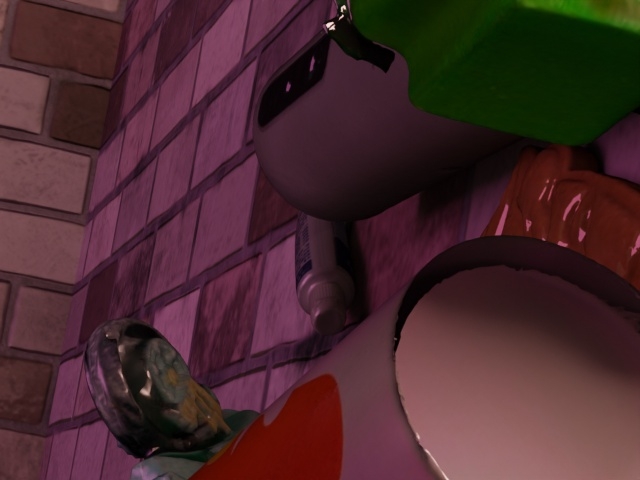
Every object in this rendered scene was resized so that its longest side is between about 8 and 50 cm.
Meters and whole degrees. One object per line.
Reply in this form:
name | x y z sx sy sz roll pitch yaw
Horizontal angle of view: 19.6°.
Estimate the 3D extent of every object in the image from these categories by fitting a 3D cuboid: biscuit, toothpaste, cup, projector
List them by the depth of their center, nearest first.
cup | 0.025 0.130 0.746 0.288 0.203 0.203 128 151 -47
biscuit | 0.098 0.027 0.832 0.250 0.035 0.162 141 135 -66
projector | 0.057 -0.085 0.921 0.337 0.108 0.108 153 128 -72
toothpaste | 0.000 0.000 1.220 0.216 0.037 0.062 -97 23 -63

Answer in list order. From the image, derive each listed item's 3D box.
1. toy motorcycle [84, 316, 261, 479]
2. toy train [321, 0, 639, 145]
toy motorcycle | -0.049 0.189 0.990 0.109 0.198 0.296 -30 52 21
toy train | 0.109 -0.138 0.594 0.132 0.188 0.243 138 141 -69
